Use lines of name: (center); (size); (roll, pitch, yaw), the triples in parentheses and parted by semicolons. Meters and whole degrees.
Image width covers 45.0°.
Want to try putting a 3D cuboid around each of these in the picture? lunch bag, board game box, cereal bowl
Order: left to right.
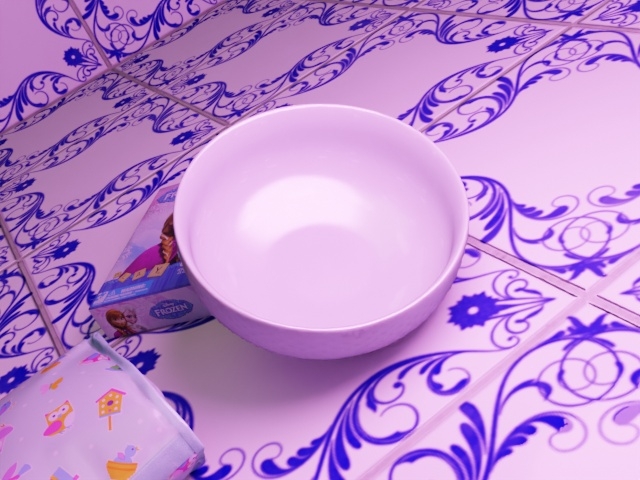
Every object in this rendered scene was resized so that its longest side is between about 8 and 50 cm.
lunch bag: (-0.248, 0.234, 0.793); (0.223, 0.160, 0.262); (-38, 26, -20)
board game box: (-0.151, -0.009, 1.175); (0.318, 0.066, 0.318); (-14, 33, 20)
cereal bowl: (0.000, 0.000, 0.913); (0.339, 0.141, 0.339); (1, 51, -1)
